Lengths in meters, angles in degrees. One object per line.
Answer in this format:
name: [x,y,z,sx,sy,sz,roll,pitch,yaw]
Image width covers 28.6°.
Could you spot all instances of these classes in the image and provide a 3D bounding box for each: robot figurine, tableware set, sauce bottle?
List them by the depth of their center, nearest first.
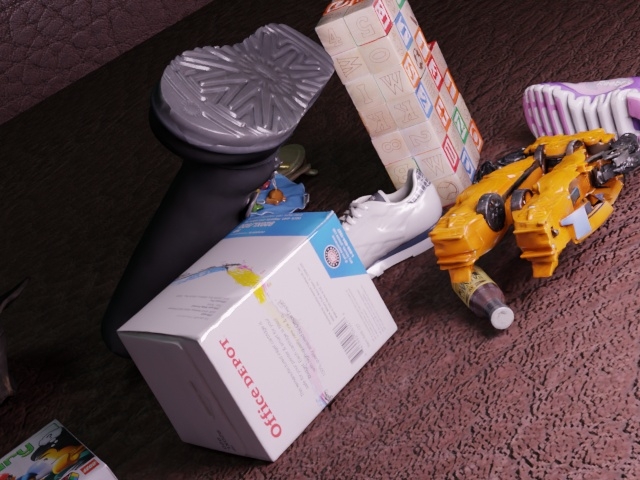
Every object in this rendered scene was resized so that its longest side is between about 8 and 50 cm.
sauce bottle: [0.180,0.061,1.383,0.042,0.042,0.128,-30,21,-3]
robot figurine: [0.253,-0.049,1.438,0.211,0.085,0.291,-5,21,37]
tableware set: [-0.101,-0.087,2.033,0.194,0.039,0.128,-32,34,5]

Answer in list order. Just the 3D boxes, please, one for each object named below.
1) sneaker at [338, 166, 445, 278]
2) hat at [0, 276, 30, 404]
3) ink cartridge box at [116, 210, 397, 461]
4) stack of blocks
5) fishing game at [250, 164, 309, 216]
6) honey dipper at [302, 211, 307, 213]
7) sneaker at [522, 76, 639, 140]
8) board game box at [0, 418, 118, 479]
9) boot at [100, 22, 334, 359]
sneaker: [0.048,-0.002,1.605,0.235,0.094,0.090,-32,24,-5]
hat: [-0.508,0.194,1.769,0.331,0.134,0.331,-33,5,3]
ink cartridge box: [-0.070,0.102,1.412,0.168,0.171,0.233,-1,34,49]
stack of blocks: [0.114,-0.205,1.697,0.087,0.297,0.171,-18,26,25]
fishing game: [-0.109,-0.073,1.866,0.189,0.041,0.264,3,25,5]
honey dipper: [0.000,0.000,1.743,0.030,0.030,0.160,-30,26,-4]
sneaker: [0.368,-0.170,1.615,0.105,0.095,0.236,-34,27,-31]
board game box: [-0.385,0.337,1.424,0.305,0.053,0.193,-36,23,-19]
boot: [-0.174,-0.031,1.551,0.445,0.146,0.367,-55,-9,29]
